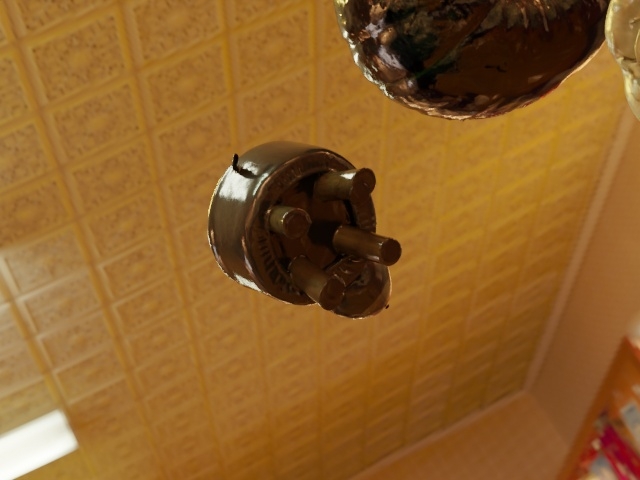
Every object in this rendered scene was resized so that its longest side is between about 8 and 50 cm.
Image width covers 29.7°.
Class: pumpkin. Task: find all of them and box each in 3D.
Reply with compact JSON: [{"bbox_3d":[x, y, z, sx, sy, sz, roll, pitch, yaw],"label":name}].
[{"bbox_3d":[0.156,-0.274,1.304,0.315,0.315,0.238,-18,9,-26],"label":"pumpkin"}]

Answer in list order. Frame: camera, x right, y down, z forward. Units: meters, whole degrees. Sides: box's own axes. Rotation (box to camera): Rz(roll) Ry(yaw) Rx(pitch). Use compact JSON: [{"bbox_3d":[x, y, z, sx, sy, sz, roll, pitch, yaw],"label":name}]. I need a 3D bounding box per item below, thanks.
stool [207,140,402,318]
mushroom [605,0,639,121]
[{"bbox_3d":[0.004,-0.008,1.172,0.228,0.139,0.153,18,-90,-37],"label":"stool"},{"bbox_3d":[0.253,-0.128,0.779,0.112,0.148,0.148,-6,-37,-37],"label":"mushroom"}]
